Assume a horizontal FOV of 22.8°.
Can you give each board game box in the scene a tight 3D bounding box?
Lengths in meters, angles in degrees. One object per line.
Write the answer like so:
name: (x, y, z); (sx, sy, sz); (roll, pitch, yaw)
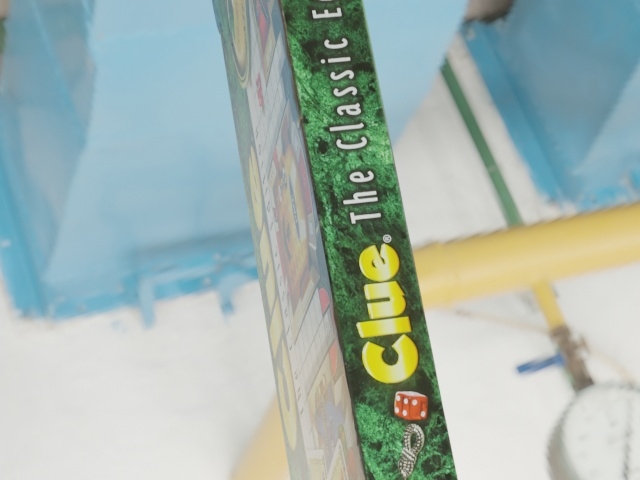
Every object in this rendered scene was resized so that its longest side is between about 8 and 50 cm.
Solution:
board game box: (0.000, 0.000, 0.485); (0.030, 0.259, 0.136); (-7, 160, -8)
